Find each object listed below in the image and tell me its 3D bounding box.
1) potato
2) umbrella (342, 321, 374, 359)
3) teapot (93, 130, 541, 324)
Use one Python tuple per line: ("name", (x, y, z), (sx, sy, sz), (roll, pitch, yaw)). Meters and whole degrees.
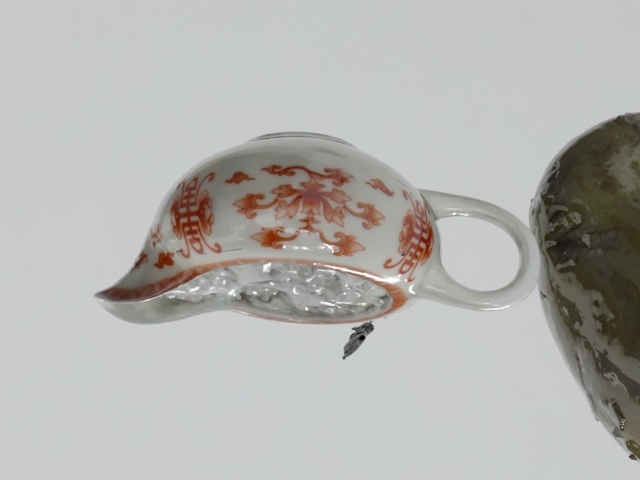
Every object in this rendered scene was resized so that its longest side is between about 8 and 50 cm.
("potato", (0.224, 0.043, 1.013), (0.165, 0.165, 0.262), (-39, -128, 43))
("umbrella", (0.031, 0.080, 1.296), (0.022, 0.013, 0.122), (-20, -173, 22))
("teapot", (0.000, 0.000, 0.894), (0.159, 0.245, 0.116), (69, 27, -56))
